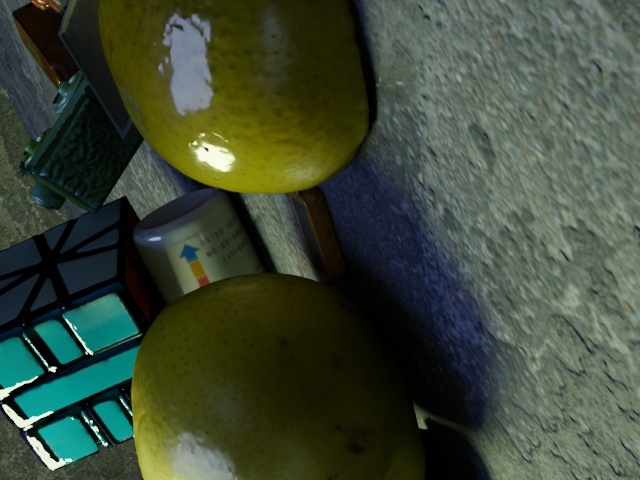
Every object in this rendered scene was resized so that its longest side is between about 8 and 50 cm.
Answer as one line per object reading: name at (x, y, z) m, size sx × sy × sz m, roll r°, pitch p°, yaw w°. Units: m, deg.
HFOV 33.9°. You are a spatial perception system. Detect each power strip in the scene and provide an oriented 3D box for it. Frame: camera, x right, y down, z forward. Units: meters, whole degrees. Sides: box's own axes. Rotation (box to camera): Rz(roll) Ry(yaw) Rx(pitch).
power strip at (0.000, 0.000, 1.331) m, size 0.049 × 0.028 × 0.178 m, roll 38°, pitch 152°, yaw 49°

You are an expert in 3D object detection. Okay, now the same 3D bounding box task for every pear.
pear at (-0.118, -0.185, 1.080) m, size 0.340 × 0.191 × 0.386 m, roll 53°, pitch 161°, yaw 20°
pear at (-0.058, 0.225, 1.326) m, size 0.418 × 0.362 × 0.362 m, roll 28°, pitch 146°, yaw 43°

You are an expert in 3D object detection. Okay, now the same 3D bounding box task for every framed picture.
framed picture at (-0.295, -0.305, 1.521) m, size 0.213 × 0.016 × 0.289 m, roll 57°, pitch 144°, yaw 10°

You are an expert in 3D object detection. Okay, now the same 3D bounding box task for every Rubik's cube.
Rubik's cube at (-0.378, 0.147, 1.706) m, size 0.293 × 0.288 × 0.283 m, roll -107°, pitch -7°, yaw -61°

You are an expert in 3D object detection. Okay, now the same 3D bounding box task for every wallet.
wallet at (0.158, 0.380, 1.390) m, size 0.149 × 0.044 × 0.250 m, roll -88°, pitch -17°, yaw -57°

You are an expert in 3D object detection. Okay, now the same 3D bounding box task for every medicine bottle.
medicine bottle at (-0.168, 0.074, 1.683) m, size 0.293 × 0.170 × 0.170 m, roll 65°, pitch 162°, yaw -16°

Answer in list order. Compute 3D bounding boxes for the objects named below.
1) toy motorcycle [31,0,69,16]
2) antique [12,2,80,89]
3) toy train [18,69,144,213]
toy motorcycle at (-0.518, -0.490, 1.805) m, size 0.221 × 0.148 × 0.325 m, roll 40°, pitch 168°, yaw -12°
antique at (-0.459, -0.327, 1.960) m, size 0.310 × 0.093 × 0.087 m, roll 50°, pitch 161°, yaw 25°
toy train at (-0.381, -0.169, 1.733) m, size 0.159 × 0.272 × 0.188 m, roll 35°, pitch 169°, yaw -25°
